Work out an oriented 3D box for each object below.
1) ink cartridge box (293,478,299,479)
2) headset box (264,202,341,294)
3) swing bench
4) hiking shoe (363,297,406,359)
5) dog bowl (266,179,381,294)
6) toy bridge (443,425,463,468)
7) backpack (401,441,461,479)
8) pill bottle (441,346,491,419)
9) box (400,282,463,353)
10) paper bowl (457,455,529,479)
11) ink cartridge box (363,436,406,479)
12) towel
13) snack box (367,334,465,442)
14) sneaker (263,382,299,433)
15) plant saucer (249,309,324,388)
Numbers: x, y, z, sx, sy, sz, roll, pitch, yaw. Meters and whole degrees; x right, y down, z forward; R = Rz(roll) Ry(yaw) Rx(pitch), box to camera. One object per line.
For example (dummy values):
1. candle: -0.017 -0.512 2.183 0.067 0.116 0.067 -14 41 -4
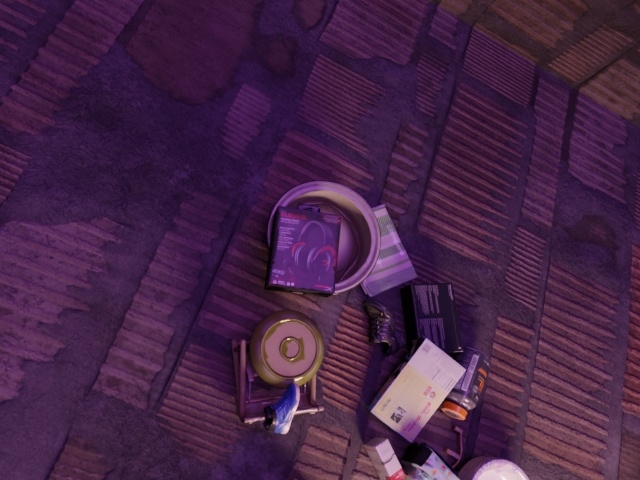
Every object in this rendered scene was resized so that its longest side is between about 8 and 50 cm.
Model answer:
1. ink cartridge box: -0.076 0.846 1.469 0.093 0.154 0.212 35 65 -7
2. headset box: -0.055 0.024 1.597 0.218 0.110 0.293 9 75 -11
3. swing bench: -0.143 0.436 1.578 0.253 0.165 0.255 -1 79 -21
4. hiking shoe: 0.215 0.319 1.786 0.114 0.086 0.227 -33 87 -29
5. dog bowl: 0.000 0.000 1.753 0.408 0.150 0.408 3 76 -13
6. toy bridge: 0.475 0.771 1.769 0.063 0.026 0.188 33 66 -9
7. backpack: 0.370 0.790 1.641 0.188 0.166 0.144 37 65 3
8. pill bottle: 0.530 0.530 1.810 0.130 0.130 0.246 33 65 -7
9. box: 0.419 0.298 1.859 0.184 0.103 0.261 0 73 -16
10. paper bowl: 0.587 0.902 1.700 0.284 0.148 0.284 7 70 -19
11. ink cartridge box: 0.214 0.736 1.643 0.056 0.099 0.135 -23 83 -25
12. towel: 0.218 0.034 1.907 0.248 0.038 0.325 -19 80 -25
13. snack box: 0.337 0.519 1.721 0.187 0.060 0.322 39 86 -4
14. sneaker: -0.120 0.491 1.448 0.084 0.058 0.152 20 88 -28
15. plant saucer: -0.097 0.333 1.509 0.241 0.037 0.241 5 76 -19
